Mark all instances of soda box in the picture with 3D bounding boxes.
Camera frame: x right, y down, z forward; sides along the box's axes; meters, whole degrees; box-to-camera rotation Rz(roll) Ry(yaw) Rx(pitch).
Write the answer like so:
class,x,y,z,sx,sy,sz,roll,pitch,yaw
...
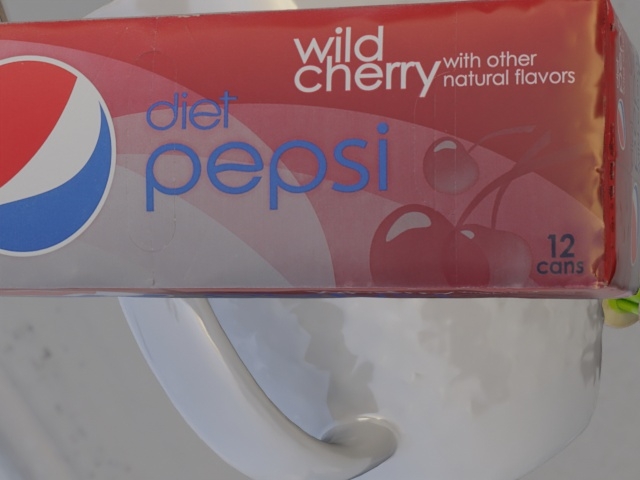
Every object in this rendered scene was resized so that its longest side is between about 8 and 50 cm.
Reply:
class,x,y,z,sx,sy,sz,roll,pitch,yaw
soda box,-0.036,-0.024,0.549,0.092,0.263,0.083,13,-104,-74

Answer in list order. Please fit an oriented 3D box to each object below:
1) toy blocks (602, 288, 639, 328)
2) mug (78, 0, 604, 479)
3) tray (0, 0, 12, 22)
class,x,y,z,sx,sy,sz,roll,pitch,yaw
toy blocks,0.251,0.066,1.098,0.123,0.054,0.148,47,166,-31
mug,0.000,0.000,0.991,0.276,0.374,0.328,-23,96,26
tray,-0.282,-0.232,1.270,0.411,0.076,0.203,111,142,-80
